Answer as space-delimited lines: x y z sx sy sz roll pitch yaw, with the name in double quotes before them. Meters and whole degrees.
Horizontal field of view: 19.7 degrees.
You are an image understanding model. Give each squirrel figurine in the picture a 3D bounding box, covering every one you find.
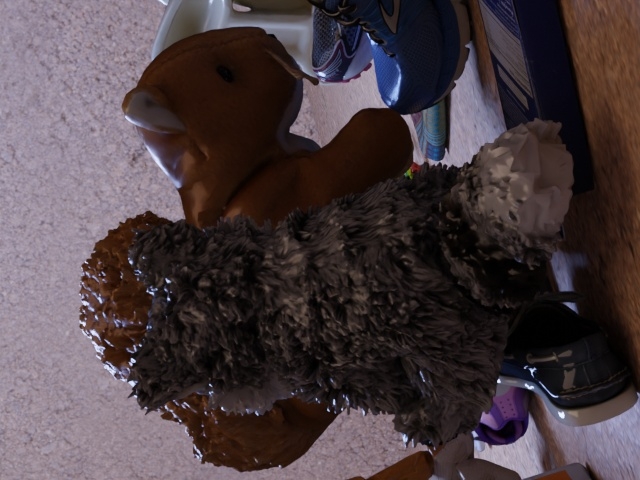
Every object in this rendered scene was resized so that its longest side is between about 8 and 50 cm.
"squirrel figurine" -0.077 0.003 1.773 0.370 0.397 0.281 46 -172 -8

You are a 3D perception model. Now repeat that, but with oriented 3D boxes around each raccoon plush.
"raccoon plush" 0.000 0.000 1.462 0.446 0.299 0.216 104 168 -54

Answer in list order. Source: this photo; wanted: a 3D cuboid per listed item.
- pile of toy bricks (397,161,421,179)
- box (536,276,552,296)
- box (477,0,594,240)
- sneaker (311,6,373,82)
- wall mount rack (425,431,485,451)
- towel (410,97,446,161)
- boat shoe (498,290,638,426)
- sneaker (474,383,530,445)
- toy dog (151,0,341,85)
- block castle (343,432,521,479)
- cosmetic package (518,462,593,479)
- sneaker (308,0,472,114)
"pile of toy bricks" 0.106 -0.049 2.344 0.212 0.118 0.105 -97 26 -52
"box" 0.187 0.026 1.771 0.114 0.036 0.207 102 151 -83
"box" 0.162 -0.125 1.411 0.136 0.036 0.225 -114 8 -63
"sneaker" 0.006 -0.299 1.807 0.121 0.112 0.299 -135 39 -57
"wall mount rack" 0.134 0.187 2.702 0.304 0.130 0.350 78 175 -59
"towel" 0.082 -0.269 1.997 0.370 0.040 0.271 81 172 -69
"boat shoe" 0.189 0.087 1.549 0.254 0.095 0.079 -126 18 -76
"sneaker" 0.194 0.191 2.111 0.236 0.095 0.104 87 157 -74
"toy dog" -0.115 -0.445 2.385 0.408 0.284 0.395 -111 18 -46
"block castle" 0.143 0.453 2.019 0.453 0.303 0.213 58 166 33
"cosmetic package" 0.081 0.381 1.739 0.230 0.453 0.161 -121 14 -74
"sneaker" 0.040 -0.241 1.674 0.130 0.147 0.330 44 158 42
